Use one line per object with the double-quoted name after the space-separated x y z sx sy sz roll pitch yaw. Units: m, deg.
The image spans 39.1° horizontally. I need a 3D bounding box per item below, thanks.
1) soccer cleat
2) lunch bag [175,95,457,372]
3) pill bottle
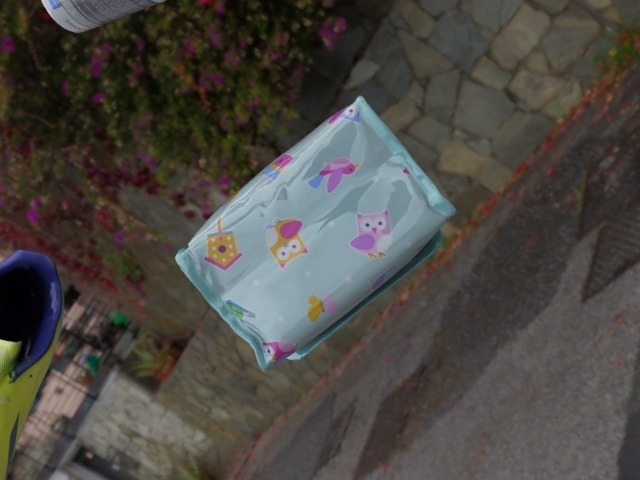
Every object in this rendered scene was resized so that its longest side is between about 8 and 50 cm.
-0.248 0.125 0.628 0.121 0.093 0.289 -50 25 40 "soccer cleat"
0.000 0.000 0.872 0.223 0.160 0.262 -39 -3 0 "lunch bag"
-0.177 -0.242 0.804 0.137 0.078 0.078 -13 29 24 "pill bottle"
